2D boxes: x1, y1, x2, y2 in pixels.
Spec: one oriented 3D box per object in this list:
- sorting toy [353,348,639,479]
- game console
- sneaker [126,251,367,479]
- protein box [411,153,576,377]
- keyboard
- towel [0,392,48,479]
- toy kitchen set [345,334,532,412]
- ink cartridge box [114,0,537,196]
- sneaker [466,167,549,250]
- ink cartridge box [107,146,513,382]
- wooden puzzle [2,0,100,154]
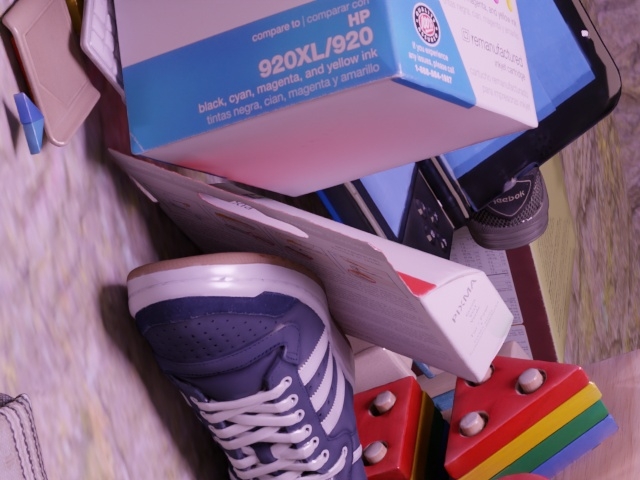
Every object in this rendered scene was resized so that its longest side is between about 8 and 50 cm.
[{"bbox_3d":[0.087,0.177,1.195,0.089,0.255,0.257,54,29,-29],"label":"sorting toy"},{"bbox_3d":[0.070,-0.135,1.238,0.293,0.173,0.250,57,20,-18],"label":"game console"},{"bbox_3d":[-0.033,0.110,1.059,0.282,0.099,0.153,50,35,-66],"label":"sneaker"},{"bbox_3d":[0.135,-0.015,1.607,0.200,0.136,0.201,-75,153,-50],"label":"protein box"},{"bbox_3d":[-0.109,-0.189,1.044,0.072,0.014,0.256,61,24,-53],"label":"keyboard"},{"bbox_3d":[-0.151,0.232,0.688,0.324,0.056,0.312,-23,105,-72],"label":"towel"},{"bbox_3d":[0.066,0.118,1.426,0.207,0.122,0.166,49,32,-27],"label":"toy kitchen set"},{"bbox_3d":[-0.004,-0.164,1.016,0.171,0.168,0.233,11,67,-58],"label":"ink cartridge box"},{"bbox_3d":[0.123,-0.111,1.444,0.228,0.087,0.130,-99,178,-47],"label":"sneaker"},{"bbox_3d":[0.000,0.000,1.069,0.056,0.181,0.225,-63,153,-15],"label":"ink cartridge box"},{"bbox_3d":[-0.138,-0.092,0.939,0.116,0.014,0.079,-60,136,-64],"label":"wooden puzzle"}]
